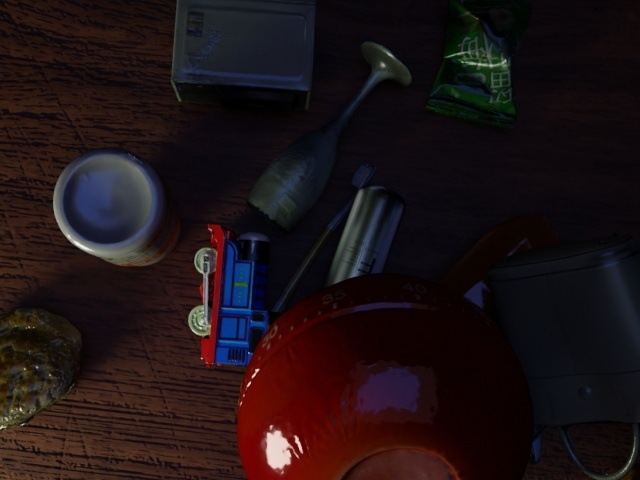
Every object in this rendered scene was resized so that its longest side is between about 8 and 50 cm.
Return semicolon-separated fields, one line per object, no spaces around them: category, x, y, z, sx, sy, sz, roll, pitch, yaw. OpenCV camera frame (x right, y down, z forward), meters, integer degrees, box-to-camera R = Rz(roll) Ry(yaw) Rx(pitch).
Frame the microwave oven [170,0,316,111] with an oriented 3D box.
microwave oven;-0.112;-0.281;1.219;0.204;0.129;0.163;5;84;-3

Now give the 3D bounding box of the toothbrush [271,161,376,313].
toothbrush;0.000;0.000;1.244;0.024;0.021;0.288;32;81;12

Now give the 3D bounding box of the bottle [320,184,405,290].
bottle;0.046;0.041;1.212;0.096;0.079;0.254;18;82;9

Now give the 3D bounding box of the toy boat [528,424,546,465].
toy boat;0.333;0.233;1.198;0.246;0.093;0.103;-44;80;-8

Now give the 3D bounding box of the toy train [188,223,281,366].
toy train;-0.119;0.083;1.186;0.131;0.083;0.204;2;84;11

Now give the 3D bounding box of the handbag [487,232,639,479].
handbag;0.350;0.157;1.066;0.109;0.241;0.316;-24;99;-49

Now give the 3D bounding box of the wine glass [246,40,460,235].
wine glass;0.028;-0.153;1.143;0.096;0.264;0.310;39;82;-9

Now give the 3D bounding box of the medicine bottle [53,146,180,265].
medicine bottle;-0.268;-0.037;1.116;0.144;0.252;0.145;0;85;-5

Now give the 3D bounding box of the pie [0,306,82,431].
pie;-0.433;0.181;1.166;0.193;0.079;0.163;-22;77;-6

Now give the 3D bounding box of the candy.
candy;0.253;-0.285;1.270;0.141;0.078;0.203;11;94;9

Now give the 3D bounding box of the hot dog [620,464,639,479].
hot dog;0.428;0.446;1.145;0.150;0.153;0.257;43;82;3

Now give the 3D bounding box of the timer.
timer;0.081;0.232;1.043;0.377;0.279;0.378;-1;119;-2

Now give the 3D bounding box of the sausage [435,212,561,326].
sausage;0.255;0.064;1.199;0.258;0.133;0.133;-43;87;-8
